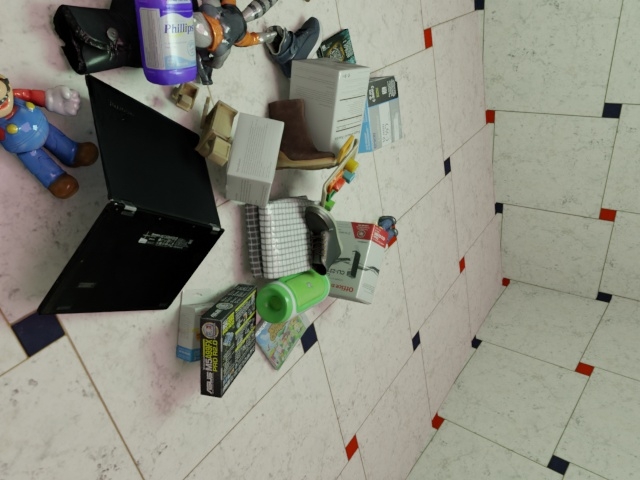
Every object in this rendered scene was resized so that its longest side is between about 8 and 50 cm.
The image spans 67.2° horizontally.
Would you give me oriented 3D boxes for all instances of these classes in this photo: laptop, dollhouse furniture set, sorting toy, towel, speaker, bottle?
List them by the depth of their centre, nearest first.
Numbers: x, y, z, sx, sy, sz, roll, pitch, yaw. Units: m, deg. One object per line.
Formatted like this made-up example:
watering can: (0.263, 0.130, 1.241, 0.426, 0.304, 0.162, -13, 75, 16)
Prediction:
bottle: (-0.322, -0.474, 0.997, 0.118, 0.092, 0.282, -41, 141, -52)
laptop: (-0.417, -0.068, 1.073, 0.408, 0.236, 0.382, -53, 160, 7)
dollhouse furniture set: (-0.307, -0.269, 1.178, 0.161, 0.101, 0.181, 27, 47, -29)
sorting toy: (0.064, -0.186, 1.437, 0.196, 0.047, 0.347, -57, 174, -14)
towel: (-0.110, -0.017, 1.495, 0.284, 0.121, 0.234, -14, 101, -55)
speaker: (-0.077, 0.166, 1.504, 0.296, 0.131, 0.131, -17, 110, -63)

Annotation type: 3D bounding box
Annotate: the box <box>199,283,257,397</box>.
box: (-0.244, 0.261, 1.310, 0.270, 0.060, 0.216, -51, 145, -72)

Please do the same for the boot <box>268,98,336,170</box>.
boot: (-0.061, -0.311, 1.397, 0.090, 0.249, 0.206, 3, 92, -60)

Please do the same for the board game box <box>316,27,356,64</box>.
board game box: (0.056, -0.646, 1.678, 0.186, 0.026, 0.126, -47, 131, -38)

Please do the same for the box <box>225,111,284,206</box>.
box: (-0.177, -0.208, 1.277, 0.181, 0.119, 0.181, 125, -25, -71)

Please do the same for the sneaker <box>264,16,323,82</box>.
sneaker: (-0.079, -0.619, 1.451, 0.163, 0.086, 0.226, 37, 68, -53)

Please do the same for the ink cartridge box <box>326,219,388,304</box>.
ink cartridge box: (0.109, 0.076, 1.737, 0.114, 0.197, 0.272, 26, 75, -51)

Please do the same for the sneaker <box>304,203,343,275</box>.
sneaker: (0.000, 0.000, 1.474, 0.118, 0.083, 0.222, -60, 136, -37)

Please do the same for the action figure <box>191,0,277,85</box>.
action figure: (-0.245, -0.576, 1.170, 0.330, 0.179, 0.341, -59, 142, -43)

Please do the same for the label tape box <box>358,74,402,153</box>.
label tape box: (0.171, -0.463, 1.794, 0.348, 0.115, 0.249, -34, 122, -47)

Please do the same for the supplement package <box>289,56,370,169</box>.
supplement package: (0.019, -0.397, 1.494, 0.175, 0.178, 0.292, -30, 136, -48)

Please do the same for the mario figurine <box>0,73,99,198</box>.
mario figurine: (-0.531, -0.208, 0.841, 0.320, 0.170, 0.198, 52, 14, -52)

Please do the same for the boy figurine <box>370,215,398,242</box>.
boy figurine: (0.220, 0.012, 1.965, 0.285, 0.092, 0.177, -42, 128, -40)

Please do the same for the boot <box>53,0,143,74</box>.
boot: (-0.436, -0.472, 0.991, 0.207, 0.094, 0.246, -28, 125, -52)

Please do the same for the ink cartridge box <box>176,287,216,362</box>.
ink cartridge box: (-0.322, 0.225, 1.300, 0.104, 0.062, 0.181, 1, 94, -55)

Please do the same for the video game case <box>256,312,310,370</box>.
video game case: (-0.126, 0.293, 1.607, 0.212, 0.023, 0.193, -53, 134, -33)
